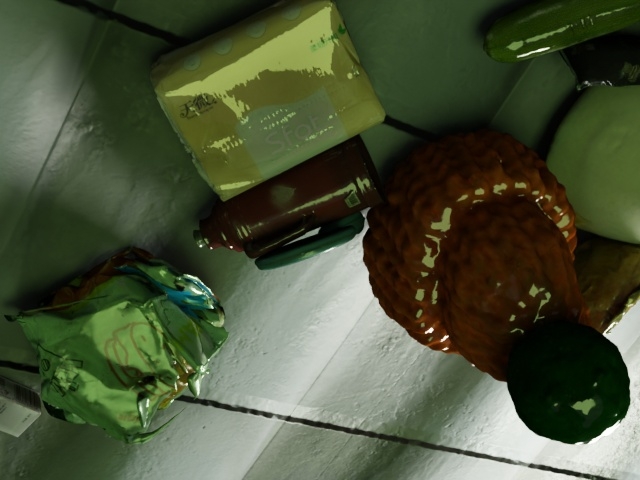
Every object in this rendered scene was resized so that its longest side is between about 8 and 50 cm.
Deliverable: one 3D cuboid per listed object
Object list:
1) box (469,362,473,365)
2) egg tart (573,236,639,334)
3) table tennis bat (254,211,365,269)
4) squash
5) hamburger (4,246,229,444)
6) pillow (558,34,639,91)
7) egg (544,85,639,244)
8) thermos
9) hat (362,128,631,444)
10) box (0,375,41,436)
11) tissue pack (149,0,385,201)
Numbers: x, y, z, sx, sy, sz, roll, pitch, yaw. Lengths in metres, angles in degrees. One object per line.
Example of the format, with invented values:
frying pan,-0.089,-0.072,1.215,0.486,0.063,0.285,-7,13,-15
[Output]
box,0.224,0.105,1.502,0.089,0.125,0.043,-19,132,-3
egg tart,0.368,0.078,1.515,0.098,0.232,0.252,38,148,-3
table tennis bat,0.000,0.000,1.317,0.124,0.201,0.033,-15,98,32
squash,0.307,-0.266,1.271,0.252,0.066,0.066,-18,131,-5
hamburger,-0.238,0.157,1.356,0.260,0.150,0.276,-14,132,-7
pillow,0.358,-0.220,1.313,0.150,0.090,0.048,-5,128,-19
egg,0.443,-0.095,1.391,0.286,0.174,0.264,6,121,-20
thermos,-0.045,-0.041,1.288,0.232,0.124,0.099,-23,134,9
hat,0.200,0.060,1.273,0.285,0.400,0.285,-4,119,-7
box,-0.458,0.185,1.368,0.055,0.039,0.218,-44,129,18
tissue pack,-0.057,-0.163,1.202,0.222,0.090,0.186,-26,129,1
